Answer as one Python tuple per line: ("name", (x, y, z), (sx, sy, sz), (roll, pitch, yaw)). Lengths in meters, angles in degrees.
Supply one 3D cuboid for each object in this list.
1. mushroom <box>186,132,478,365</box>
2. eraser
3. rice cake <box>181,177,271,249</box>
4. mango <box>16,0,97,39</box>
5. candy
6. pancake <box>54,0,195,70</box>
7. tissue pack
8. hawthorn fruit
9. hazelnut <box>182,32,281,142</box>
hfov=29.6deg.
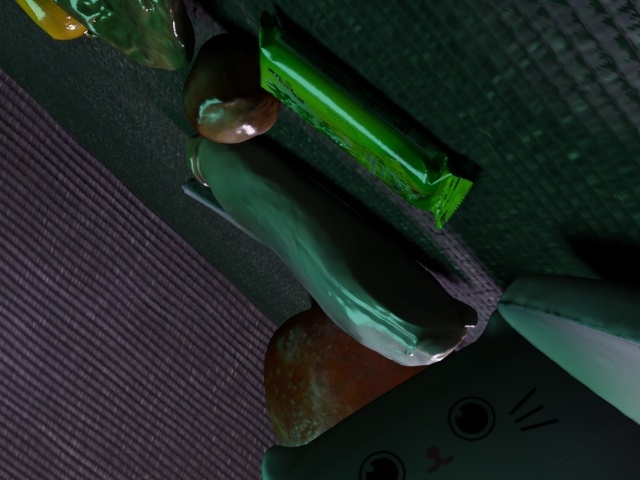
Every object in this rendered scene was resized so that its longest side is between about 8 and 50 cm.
("mushroom", (-0.001, -0.001, 1.164), (0.351, 0.097, 0.109), (42, 170, 22))
("eraser", (0.206, 0.070, 0.690), (0.243, 0.059, 0.204), (29, 167, 41))
("rice cake", (-0.045, -0.013, 1.404), (0.365, 0.056, 0.072), (32, 174, 47))
("mango", (-0.273, -0.257, 1.128), (0.187, 0.066, 0.101), (45, 180, 2))
("candy", (0.025, -0.079, 0.821), (0.178, 0.032, 0.102), (40, 172, 6))
("pancake", (-0.171, -0.226, 0.892), (0.242, 0.050, 0.242), (38, 163, 13))
("tissue pack", (0.111, 0.213, 0.955), (0.236, 0.333, 0.229), (59, 176, 11))
("hawthorn fruit", (0.039, 0.168, 1.380), (0.263, 0.231, 0.235), (39, 162, -22))
("hazelnut", (-0.068, -0.116, 0.928), (0.086, 0.086, 0.086), (40, 172, 7))
